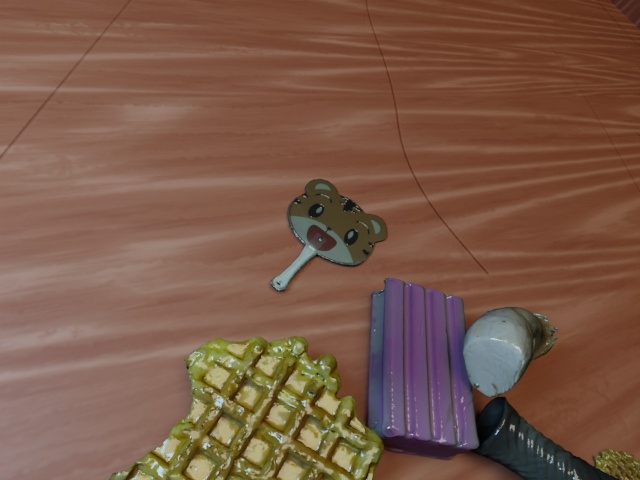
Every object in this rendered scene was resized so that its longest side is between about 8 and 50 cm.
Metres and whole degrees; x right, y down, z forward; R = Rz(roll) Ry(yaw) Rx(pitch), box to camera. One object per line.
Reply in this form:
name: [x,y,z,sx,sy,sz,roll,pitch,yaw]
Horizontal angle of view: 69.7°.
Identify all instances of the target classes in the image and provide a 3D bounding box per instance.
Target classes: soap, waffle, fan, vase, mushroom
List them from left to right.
waffle: [-0.070,0.221,0.461,0.291,0.051,0.291,6,58,-10]
fan: [0.000,0.000,0.675,0.152,0.008,0.226,38,51,4]
soap: [0.124,0.157,0.580,0.122,0.065,0.203,17,53,-12]
mushroom: [0.251,0.129,0.602,0.223,0.081,0.092,-3,72,-56]
vase: [0.297,0.289,0.544,0.237,0.115,0.115,33,51,8]
waffle: [0.404,0.323,0.612,0.078,0.016,0.085,19,52,-4]
